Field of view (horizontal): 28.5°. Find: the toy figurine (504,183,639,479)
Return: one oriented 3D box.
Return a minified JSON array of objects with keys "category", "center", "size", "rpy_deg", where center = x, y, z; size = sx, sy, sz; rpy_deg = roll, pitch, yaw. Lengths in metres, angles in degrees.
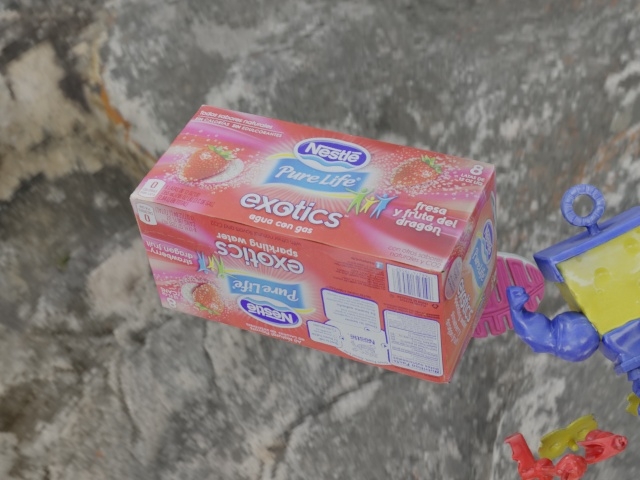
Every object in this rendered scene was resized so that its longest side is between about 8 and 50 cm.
[{"category":"toy figurine","center":[0.291,0.036,1.071],"size":[0.363,0.191,0.217],"rpy_deg":[-26,85,1]}]

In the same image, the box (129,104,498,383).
[{"category":"box","center":[0.000,0.000,1.149],"size":[0.300,0.154,0.142],"rpy_deg":[13,48,22]}]

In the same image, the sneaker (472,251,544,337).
[{"category":"sneaker","center":[0.137,0.057,1.500],"size":[0.252,0.111,0.103],"rpy_deg":[-7,109,2]}]
